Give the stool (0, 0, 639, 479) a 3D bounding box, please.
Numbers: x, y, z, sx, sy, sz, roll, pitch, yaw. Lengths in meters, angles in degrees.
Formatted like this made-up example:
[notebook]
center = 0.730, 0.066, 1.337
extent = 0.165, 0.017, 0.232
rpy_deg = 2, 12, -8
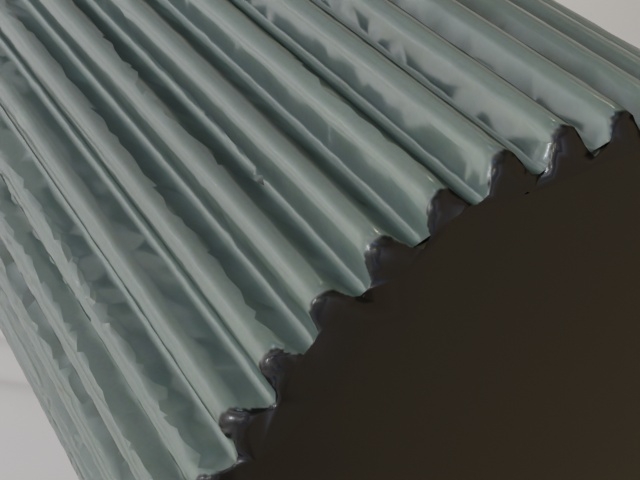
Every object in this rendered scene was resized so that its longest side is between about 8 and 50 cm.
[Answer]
[stool]
center = 0.000, 0.000, 0.733
extent = 0.330, 0.297, 0.297
rpy_deg = 46, 141, 44
